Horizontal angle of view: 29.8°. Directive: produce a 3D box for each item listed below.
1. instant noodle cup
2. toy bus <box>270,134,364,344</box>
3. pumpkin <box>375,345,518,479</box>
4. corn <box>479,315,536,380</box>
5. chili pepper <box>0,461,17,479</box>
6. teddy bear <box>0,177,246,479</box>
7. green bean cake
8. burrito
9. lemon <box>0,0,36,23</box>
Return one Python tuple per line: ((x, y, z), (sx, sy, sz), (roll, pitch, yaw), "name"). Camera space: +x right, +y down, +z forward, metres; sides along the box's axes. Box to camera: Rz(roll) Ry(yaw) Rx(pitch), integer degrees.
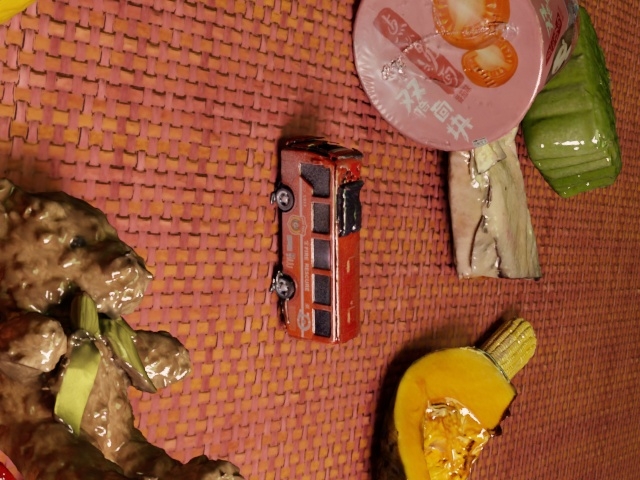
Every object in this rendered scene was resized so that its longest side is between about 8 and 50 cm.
((0.198, -0.253, 1.486), (0.231, 0.243, 0.243), (-33, 124, -55), "instant noodle cup")
((0.000, 0.000, 1.374), (0.073, 0.096, 0.235), (-19, 115, -55), "toy bus")
((0.126, 0.277, 1.626), (0.169, 0.148, 0.312), (42, 46, -8), "pumpkin")
((0.273, 0.182, 1.839), (0.165, 0.063, 0.085), (-38, 151, -42), "corn")
((-0.316, 0.179, 1.008), (0.268, 0.059, 0.050), (58, 8, -42), "chili pepper")
((-0.173, 0.102, 0.998), (0.246, 0.296, 0.222), (14, 101, -61), "teddy bear")
((0.364, -0.200, 1.759), (0.222, 0.125, 0.248), (39, 46, -63), "green bean cake")
((0.237, -0.035, 1.698), (0.175, 0.107, 0.347), (-47, 136, -37), "burrito")
((-0.261, -0.265, 0.812), (0.233, 0.233, 0.288), (19, 69, -55), "lemon")
